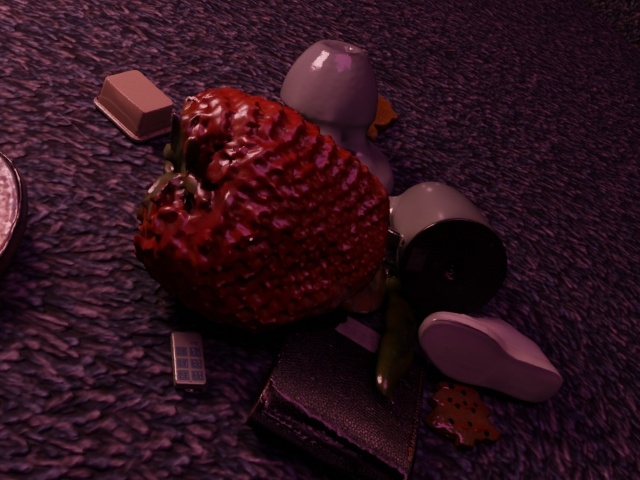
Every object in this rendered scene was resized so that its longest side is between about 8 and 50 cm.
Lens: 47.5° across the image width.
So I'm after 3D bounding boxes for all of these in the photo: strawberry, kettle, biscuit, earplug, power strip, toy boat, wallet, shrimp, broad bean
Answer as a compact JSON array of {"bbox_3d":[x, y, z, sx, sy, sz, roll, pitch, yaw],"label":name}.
[{"bbox_3d":[-0.071,-0.027,1.011,0.351,0.267,0.312,19,78,-19],"label":"strawberry"},{"bbox_3d":[0.167,-0.010,1.180,0.221,0.161,0.236,13,23,-7],"label":"kettle"},{"bbox_3d":[0.068,-0.268,1.516,0.166,0.036,0.225,46,41,10],"label":"biscuit"},{"bbox_3d":[0.033,-0.202,1.321,0.214,0.175,0.326,-5,80,-35],"label":"earplug"},{"bbox_3d":[0.204,0.245,1.066,0.119,0.019,0.130,16,41,-16],"label":"biscuit"},{"bbox_3d":[-0.172,0.154,0.941,0.040,0.016,0.090,7,45,-24],"label":"power strip"},{"bbox_3d":[-0.456,-0.021,0.927,0.155,0.085,0.228,7,55,-12],"label":"toy boat"},{"bbox_3d":[0.037,0.197,0.985,0.220,0.071,0.262,27,33,-1],"label":"wallet"},{"bbox_3d":[0.000,0.000,1.184,0.296,0.058,0.169,49,36,17],"label":"shrimp"},{"bbox_3d":[0.112,0.131,1.059,0.060,0.043,0.297,32,28,-10],"label":"broad bean"}]

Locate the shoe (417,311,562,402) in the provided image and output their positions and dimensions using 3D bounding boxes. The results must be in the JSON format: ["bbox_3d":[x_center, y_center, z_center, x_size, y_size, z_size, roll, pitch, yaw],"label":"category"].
[{"bbox_3d":[0.248,0.161,1.116,0.265,0.095,0.110,29,25,-22],"label":"shoe"}]

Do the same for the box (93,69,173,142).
[{"bbox_3d":[-0.311,-0.230,1.231,0.122,0.062,0.089,43,41,15],"label":"box"}]
